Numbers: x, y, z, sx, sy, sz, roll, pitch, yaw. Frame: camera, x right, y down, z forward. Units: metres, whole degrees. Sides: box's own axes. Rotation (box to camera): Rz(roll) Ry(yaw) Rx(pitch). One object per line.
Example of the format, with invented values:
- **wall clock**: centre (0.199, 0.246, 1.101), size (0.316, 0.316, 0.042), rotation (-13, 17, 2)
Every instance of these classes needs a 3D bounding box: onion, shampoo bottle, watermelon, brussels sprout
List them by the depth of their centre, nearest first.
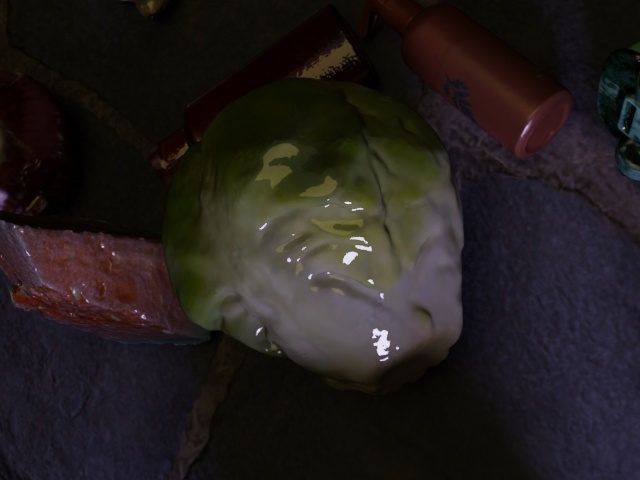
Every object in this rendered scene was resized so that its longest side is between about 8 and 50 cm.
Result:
- **brussels sprout**: centre (0.001, -0.014, 0.974), size (0.316, 0.242, 0.273), rotation (27, 98, 22)
- **shampoo bottle**: centre (0.138, -0.181, 1.037), size (0.244, 0.085, 0.085), rotation (42, 98, 26)
- **watermelon**: centre (-0.253, 0.028, 1.070), size (0.193, 0.257, 0.140), rotation (2, 81, 31)
- **shampoo bottle**: centre (-0.069, -0.145, 1.127), size (0.260, 0.064, 0.102), rotation (-32, 73, 16)
- **onion**: centre (-0.407, -0.101, 1.212), size (0.230, 0.163, 0.230), rotation (-4, 75, 15)

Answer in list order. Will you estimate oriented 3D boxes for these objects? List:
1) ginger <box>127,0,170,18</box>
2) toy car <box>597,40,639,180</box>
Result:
- **ginger**: centre (-0.225, -0.387, 1.243), size (0.149, 0.065, 0.258), rotation (-34, 67, 12)
- **toy car**: centre (0.377, -0.068, 0.887), size (0.125, 0.136, 0.306), rotation (-41, 67, -12)
